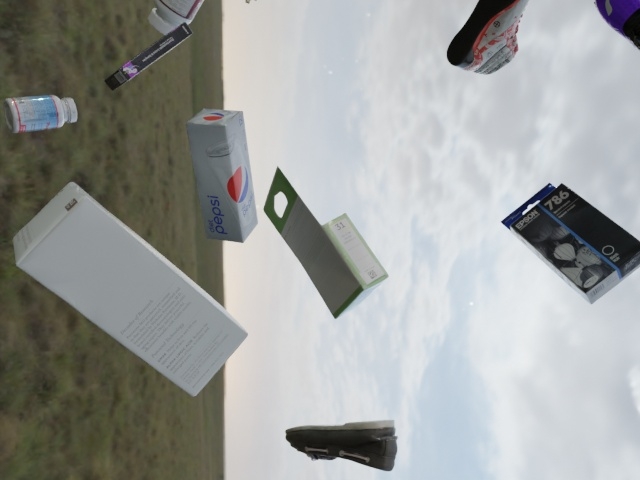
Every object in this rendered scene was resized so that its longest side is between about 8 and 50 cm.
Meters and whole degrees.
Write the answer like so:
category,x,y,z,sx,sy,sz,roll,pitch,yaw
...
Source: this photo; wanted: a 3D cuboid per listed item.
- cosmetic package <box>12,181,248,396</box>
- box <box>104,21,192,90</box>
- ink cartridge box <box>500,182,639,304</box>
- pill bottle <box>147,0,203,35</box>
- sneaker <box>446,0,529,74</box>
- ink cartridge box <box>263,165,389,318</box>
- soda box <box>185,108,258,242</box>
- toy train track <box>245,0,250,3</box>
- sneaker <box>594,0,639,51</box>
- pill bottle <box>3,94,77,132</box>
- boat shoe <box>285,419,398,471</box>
category,x,y,z,sx,sy,sz,roll,pitch,yaw
cosmetic package,-0.335,0.083,1.088,0.156,0.385,0.217,-50,-154,-10
box,-0.325,-0.346,1.155,0.029,0.162,0.116,53,-22,-22
ink cartridge box,0.570,-0.017,1.420,0.065,0.165,0.332,45,6,-43
pill bottle,-0.409,-0.715,1.795,0.221,0.121,0.121,-50,-151,24
sneaker,0.416,-0.494,1.383,0.270,0.145,0.090,-52,-129,33
ink cartridge box,0.000,0.000,0.993,0.235,0.056,0.171,57,-23,12
soda box,-0.211,-0.139,1.345,0.091,0.098,0.286,-60,152,-53
toy train track,-0.170,-0.596,1.448,0.014,0.048,0.083,-40,-135,50
sneaker,0.696,-0.426,1.261,0.102,0.293,0.146,-47,-163,34
pill bottle,-0.720,-0.329,1.578,0.087,0.160,0.087,23,-60,46
boat shoe,0.030,0.431,1.277,0.335,0.112,0.095,-25,-118,49
